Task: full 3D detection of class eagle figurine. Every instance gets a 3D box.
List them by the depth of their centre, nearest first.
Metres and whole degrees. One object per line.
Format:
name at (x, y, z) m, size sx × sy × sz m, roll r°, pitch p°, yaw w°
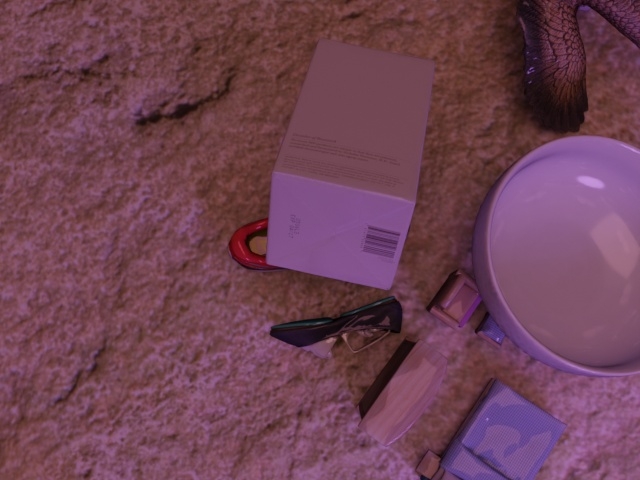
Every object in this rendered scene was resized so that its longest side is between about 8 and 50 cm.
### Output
eagle figurine at (0.386, -0.344, 1.058) m, size 0.225 × 0.226 × 0.298 m, roll -20°, pitch 78°, yaw -21°

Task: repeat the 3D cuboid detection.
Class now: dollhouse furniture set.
dollhouse furniture set at (0.238, 0.239, 0.989) m, size 0.303 × 0.198 × 0.286 m, roll 36°, pitch 86°, yaw 4°

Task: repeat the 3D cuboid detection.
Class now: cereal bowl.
cereal bowl at (0.365, 0.027, 1.020) m, size 0.339 × 0.141 × 0.339 m, roll 3°, pitch 78°, yaw -12°

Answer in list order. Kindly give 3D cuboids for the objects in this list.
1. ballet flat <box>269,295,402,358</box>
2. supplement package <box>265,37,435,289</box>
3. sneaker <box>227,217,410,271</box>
ballet flat at (0.028, 0.138, 1.071) m, size 0.203 × 0.074 × 0.074 m, roll -14°, pitch 84°, yaw -2°
supplement package at (0.045, -0.112, 0.978) m, size 0.175 × 0.177 × 0.293 m, roll 12°, pitch 49°, yaw 3°
sneaker at (0.000, 0.000, 1.061) m, size 0.279 × 0.118 × 0.107 m, roll -11°, pitch 85°, yaw 1°
